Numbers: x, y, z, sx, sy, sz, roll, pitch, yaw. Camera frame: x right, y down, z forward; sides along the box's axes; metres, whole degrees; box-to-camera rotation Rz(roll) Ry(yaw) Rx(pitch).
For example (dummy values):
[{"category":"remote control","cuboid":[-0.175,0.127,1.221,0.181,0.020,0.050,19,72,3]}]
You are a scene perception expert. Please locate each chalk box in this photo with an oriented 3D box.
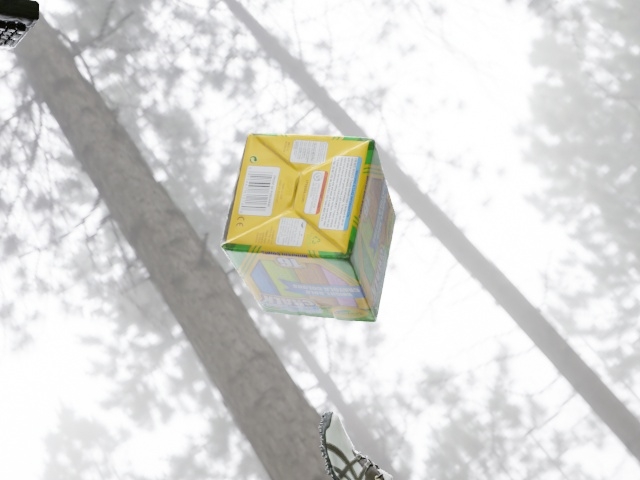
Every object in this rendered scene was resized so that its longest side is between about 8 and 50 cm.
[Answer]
[{"category":"chalk box","cuboid":[0.000,0.000,1.050,0.132,0.132,0.213,4,-24,16]}]

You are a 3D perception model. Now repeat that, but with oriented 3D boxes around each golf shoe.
[{"category":"golf shoe","cuboid":[0.058,0.343,1.521,0.093,0.198,0.077,-19,-7,9]}]

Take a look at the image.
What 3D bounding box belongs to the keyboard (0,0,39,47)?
[{"category":"keyboard","cuboid":[-0.305,-0.163,0.749,0.192,0.038,0.100,0,-18,-35]}]
